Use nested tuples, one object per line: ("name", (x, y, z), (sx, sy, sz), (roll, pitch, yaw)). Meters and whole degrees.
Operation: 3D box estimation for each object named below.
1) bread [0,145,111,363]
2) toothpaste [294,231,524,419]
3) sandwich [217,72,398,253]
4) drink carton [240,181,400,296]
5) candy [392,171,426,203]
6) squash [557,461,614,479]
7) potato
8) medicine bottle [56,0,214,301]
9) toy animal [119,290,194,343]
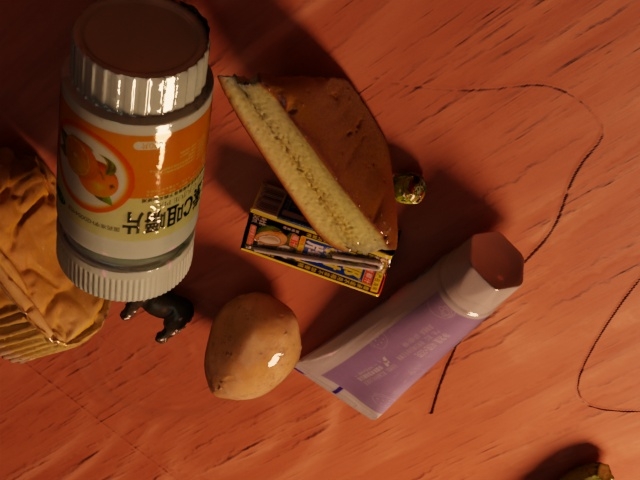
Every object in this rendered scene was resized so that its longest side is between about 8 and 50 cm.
("bread", (-0.358, 0.018, 1.886), (0.133, 0.179, 0.250), (-20, 115, 33))
("toothpaste", (0.098, 0.106, 1.867), (0.125, 0.080, 0.371), (33, 139, -10))
("sandwich", (-0.003, -0.098, 1.703), (0.094, 0.096, 0.258), (-9, 128, 36))
("drink carton", (0.000, 0.000, 1.816), (0.165, 0.056, 0.071), (19, 138, 3))
("candy", (0.059, -0.058, 1.764), (0.123, 0.035, 0.035), (3, 177, 34))
("squash", (0.295, 0.333, 2.003), (0.066, 0.066, 0.201), (29, 131, -6))
("potato", (-0.078, 0.127, 1.933), (0.112, 0.112, 0.147), (28, 128, -5))
("medicine bottle", (-0.199, -0.097, 1.734), (0.158, 0.158, 0.318), (16, 134, 6))
("toy animal", (-0.215, 0.066, 1.968), (0.135, 0.047, 0.065), (33, 129, -8))
